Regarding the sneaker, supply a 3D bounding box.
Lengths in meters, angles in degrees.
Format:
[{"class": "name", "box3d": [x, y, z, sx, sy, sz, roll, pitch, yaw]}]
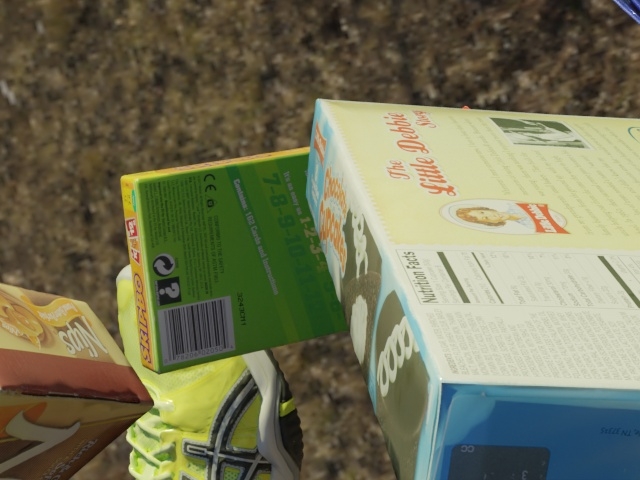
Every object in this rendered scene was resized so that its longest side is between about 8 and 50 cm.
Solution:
[{"class": "sneaker", "box3d": [-0.099, 0.202, 1.175, 0.145, 0.147, 0.384, -3, 107, 56]}]

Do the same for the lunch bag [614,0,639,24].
[{"class": "lunch bag", "box3d": [0.356, -0.166, 1.068, 0.293, 0.221, 0.138, 42, 125, 40]}]

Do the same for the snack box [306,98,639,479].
[{"class": "snack box", "box3d": [0.103, 0.014, 0.576, 0.322, 0.187, 0.060, -107, 21, -69]}]

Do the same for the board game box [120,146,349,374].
[{"class": "board game box", "box3d": [0.000, 0.000, 0.940, 0.039, 0.259, 0.124, 16, 113, 62]}]

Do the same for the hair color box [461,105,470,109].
[{"class": "hair color box", "box3d": [0.108, -0.030, 1.115, 0.043, 0.072, 0.141, 45, 164, 36]}]

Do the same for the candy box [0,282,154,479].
[{"class": "candy box", "box3d": [-0.263, 0.154, 0.792, 0.316, 0.183, 0.087, -41, 73, 8]}]
